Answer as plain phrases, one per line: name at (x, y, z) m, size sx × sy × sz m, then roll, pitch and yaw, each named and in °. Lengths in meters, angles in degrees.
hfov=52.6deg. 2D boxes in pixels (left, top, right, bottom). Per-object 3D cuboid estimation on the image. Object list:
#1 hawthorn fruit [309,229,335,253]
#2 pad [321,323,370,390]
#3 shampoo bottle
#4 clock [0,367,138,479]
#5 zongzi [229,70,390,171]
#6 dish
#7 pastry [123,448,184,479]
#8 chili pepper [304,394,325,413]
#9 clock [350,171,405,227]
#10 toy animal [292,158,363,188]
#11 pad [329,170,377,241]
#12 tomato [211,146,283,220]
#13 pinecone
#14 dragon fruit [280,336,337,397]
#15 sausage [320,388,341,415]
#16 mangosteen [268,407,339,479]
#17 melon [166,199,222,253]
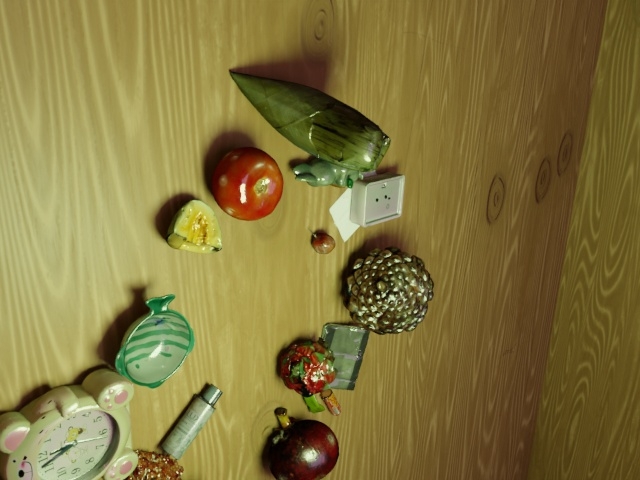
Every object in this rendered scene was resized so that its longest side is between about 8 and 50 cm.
hawthorn fruit at (0.000, 0.000, 1.958) m, size 0.066 × 0.067 × 0.103 m, roll -58°, pitch 136°, yaw -12°
pad at (0.065, 0.394, 2.179) m, size 0.174 × 0.022 × 0.232 m, roll 10°, pitch 100°, yaw -24°
shampoo bottle at (-0.350, 0.495, 1.785) m, size 0.214 × 0.072 × 0.072 m, roll -54°, pitch 137°, yaw -17°
clock at (-0.580, 0.463, 1.488) m, size 0.310 × 0.114 × 0.283 m, roll -16°, pitch 119°, yaw -42°
zongzi at (-0.024, -0.308, 1.616) m, size 0.361 × 0.323 × 0.159 m, roll 24°, pitch 96°, yaw -46°
dish at (-0.417, 0.239, 1.594) m, size 0.224 × 0.078 × 0.246 m, roll -9°, pitch 114°, yaw -45°
pastry at (-0.446, 0.621, 1.706) m, size 0.097 × 0.115 × 0.208 m, roll -45°, pitch 144°, yaw 2°
chili pepper at (-0.031, 0.516, 2.155) m, size 0.050 × 0.052 × 0.201 m, roll -70°, pitch 152°, yaw -51°
clock at (0.185, -0.137, 2.093) m, size 0.197 × 0.063 × 0.150 m, roll -17°, pitch 118°, yaw -43°
toy animal at (0.019, -0.205, 1.874) m, size 0.251 × 0.127 × 0.125 m, roll -17°, pitch 131°, yaw -26°
pad at (0.121, -0.121, 2.082) m, size 0.232 × 0.004 × 0.156 m, roll -49°, pitch 136°, yaw -22°
tomato at (-0.187, -0.144, 1.639) m, size 0.195 × 0.136 × 0.195 m, roll -18°, pitch 116°, yaw -41°
pinecone at (0.222, 0.167, 2.130) m, size 0.298 × 0.242 × 0.296 m, roll -40°, pitch 137°, yaw -1°
dragon fruit at (-0.033, 0.392, 2.010) m, size 0.189 × 0.182 × 0.182 m, roll -10°, pitch 115°, yaw -25°
sausage at (0.041, 0.571, 2.257) m, size 0.050 × 0.048 × 0.145 m, roll -85°, pitch 160°, yaw -46°
mangosteen at (-0.073, 0.652, 2.073) m, size 0.236 × 0.235 × 0.261 m, roll -25°, pitch 79°, yaw -39°
melon at (-0.317, -0.033, 1.598) m, size 0.160 × 0.079 × 0.128 m, roll 23°, pitch 70°, yaw -49°
